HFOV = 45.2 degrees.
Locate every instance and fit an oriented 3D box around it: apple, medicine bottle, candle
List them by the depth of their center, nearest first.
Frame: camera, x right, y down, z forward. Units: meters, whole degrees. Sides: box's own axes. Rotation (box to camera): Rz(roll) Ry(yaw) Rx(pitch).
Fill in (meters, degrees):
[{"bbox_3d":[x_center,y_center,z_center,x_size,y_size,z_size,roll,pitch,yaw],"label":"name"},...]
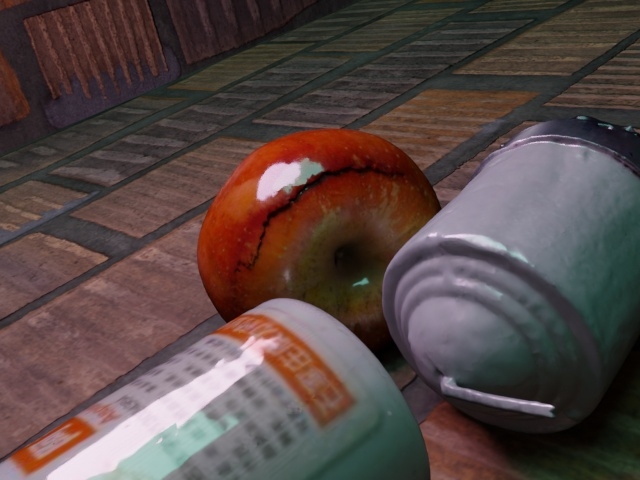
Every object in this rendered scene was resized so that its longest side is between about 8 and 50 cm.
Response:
[{"bbox_3d":[-0.119,0.211,0.525,0.372,0.211,0.211,-30,29,-30],"label":"medicine bottle"},{"bbox_3d":[0.187,0.038,0.701,0.221,0.221,0.342,9,36,41],"label":"candle"},{"bbox_3d":[0.000,0.000,0.846,0.272,0.251,0.206,-33,28,-9],"label":"apple"}]
